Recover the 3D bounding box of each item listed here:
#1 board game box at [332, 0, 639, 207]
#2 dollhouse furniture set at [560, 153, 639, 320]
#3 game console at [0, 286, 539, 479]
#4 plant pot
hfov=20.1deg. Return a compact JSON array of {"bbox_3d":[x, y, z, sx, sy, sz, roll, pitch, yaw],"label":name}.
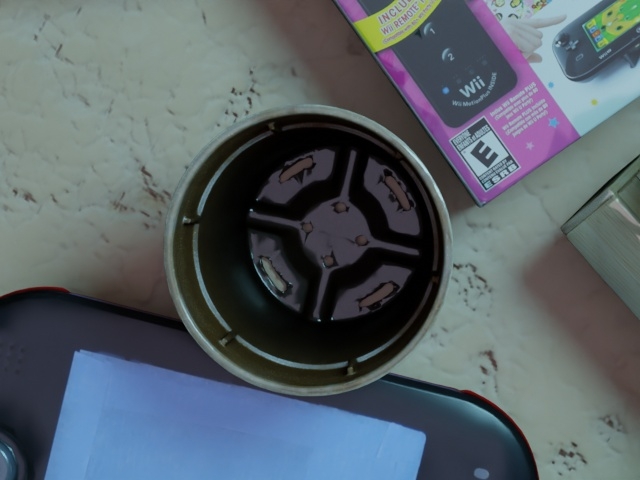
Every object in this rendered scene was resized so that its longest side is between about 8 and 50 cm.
[{"bbox_3d":[0.101,-0.206,1.117,0.224,0.097,0.303,-36,88,7],"label":"board game box"},{"bbox_3d":[0.291,-0.031,1.056,0.161,0.212,0.242,49,124,3],"label":"dollhouse furniture set"},{"bbox_3d":[-0.077,0.228,1.151,0.387,0.060,0.342,14,87,1],"label":"game console"},{"bbox_3d":[0.000,0.000,1.105,0.167,0.165,0.167,0,94,6],"label":"plant pot"}]
